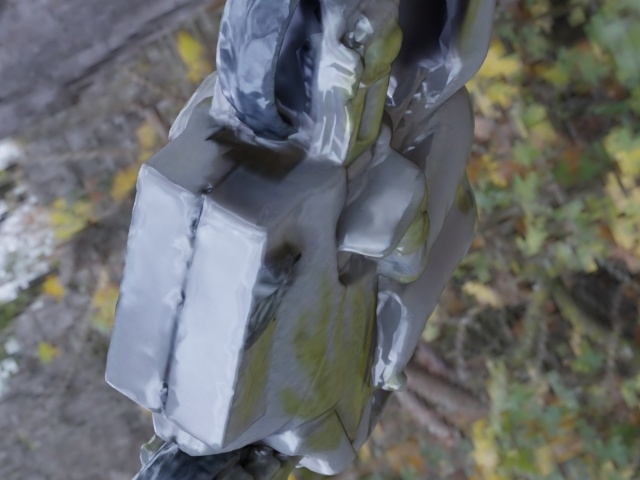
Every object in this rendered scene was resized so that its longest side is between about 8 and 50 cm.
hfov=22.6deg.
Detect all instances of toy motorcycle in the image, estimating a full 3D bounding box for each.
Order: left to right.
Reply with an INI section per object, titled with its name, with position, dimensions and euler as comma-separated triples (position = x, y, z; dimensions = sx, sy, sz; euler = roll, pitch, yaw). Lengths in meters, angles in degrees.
[toy motorcycle]
position = 0.000, 0.000, 0.680
dimensions = 0.108, 0.340, 0.223
euler = 29, -146, 22
